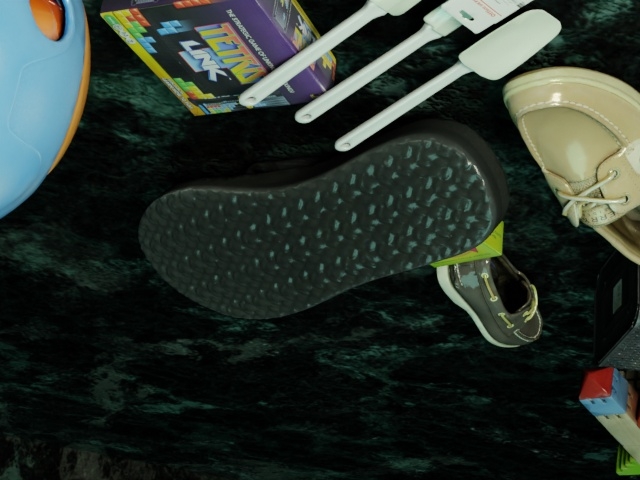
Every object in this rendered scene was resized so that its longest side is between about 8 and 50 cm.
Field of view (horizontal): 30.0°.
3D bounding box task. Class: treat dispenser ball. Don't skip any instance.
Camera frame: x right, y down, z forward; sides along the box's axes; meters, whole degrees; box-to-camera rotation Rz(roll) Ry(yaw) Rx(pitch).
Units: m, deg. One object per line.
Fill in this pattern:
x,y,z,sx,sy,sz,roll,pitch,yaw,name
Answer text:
-0.312,-0.137,0.867,0.288,0.288,0.288,6,157,3,treat dispenser ball

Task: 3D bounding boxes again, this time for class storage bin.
0.373,0.069,1.354,0.084,0.122,0.180,7,157,0,storage bin

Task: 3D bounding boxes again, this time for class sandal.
0.001,-0.022,1.227,0.445,0.107,0.168,-11,112,36,sandal

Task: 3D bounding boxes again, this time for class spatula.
0.063,-0.150,1.003,0.242,0.019,0.168,-32,143,33,spatula

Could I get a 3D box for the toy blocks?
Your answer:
0.533,0.214,1.619,0.381,0.191,0.261,-11,140,36,toy blocks

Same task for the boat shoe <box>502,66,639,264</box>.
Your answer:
0.267,-0.061,1.114,0.109,0.098,0.302,-10,151,34,boat shoe

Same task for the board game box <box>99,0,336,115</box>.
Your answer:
-0.083,-0.173,1.022,0.141,0.048,0.170,-3,155,24,board game box

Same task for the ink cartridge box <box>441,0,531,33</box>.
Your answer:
0.136,-0.197,0.907,0.083,0.028,0.048,-29,139,35,ink cartridge box

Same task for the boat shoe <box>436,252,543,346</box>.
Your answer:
0.223,0.071,1.454,0.068,0.081,0.227,-5,152,35,boat shoe

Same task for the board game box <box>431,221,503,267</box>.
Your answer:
0.113,-0.028,1.305,0.092,0.043,0.181,-13,150,38,board game box
